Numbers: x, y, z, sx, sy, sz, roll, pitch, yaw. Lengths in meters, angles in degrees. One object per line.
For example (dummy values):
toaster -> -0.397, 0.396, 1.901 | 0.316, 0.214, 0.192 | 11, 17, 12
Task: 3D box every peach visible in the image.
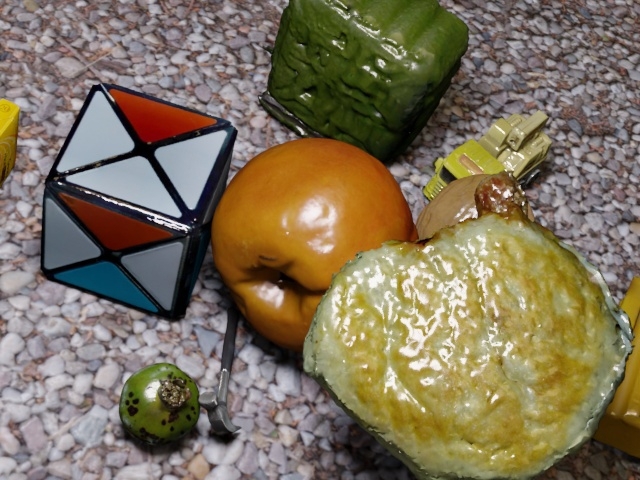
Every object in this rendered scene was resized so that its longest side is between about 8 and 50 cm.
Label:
peach -> 0.000, 0.000, 1.723 | 0.342, 0.343, 0.301 | 35, 47, 11

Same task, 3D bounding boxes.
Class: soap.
soap -> 0.575, 0.221, 1.875 | 0.204, 0.096, 0.324 | 24, 49, 13

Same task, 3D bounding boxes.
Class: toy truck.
toy truck -> 0.328, -0.151, 2.064 | 0.272, 0.157, 0.124 | -32, 67, -36

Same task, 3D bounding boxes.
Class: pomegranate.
pomegranate -> -0.228, 0.234, 1.591 | 0.122, 0.161, 0.122 | 7, 69, -19

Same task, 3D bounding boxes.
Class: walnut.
walnut -> 0.270, -0.006, 1.887 | 0.228, 0.228, 0.228 | 9, 51, -11

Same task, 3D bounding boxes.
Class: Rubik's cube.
Rubik's cube -> -0.287, -0.064, 1.737 | 0.250, 0.246, 0.248 | 18, 51, -1

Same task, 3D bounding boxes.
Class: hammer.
hammer -> -0.144, 0.198, 1.701 | 0.029, 0.103, 0.246 | -13, 36, 12

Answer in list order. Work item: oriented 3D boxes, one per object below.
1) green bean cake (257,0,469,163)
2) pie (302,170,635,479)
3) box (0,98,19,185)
green bean cake -> 0.068, -0.328, 2.015 | 0.335, 0.319, 0.218 | 32, 51, 9
pie -> 0.207, 0.150, 1.520 | 0.418, 0.180, 0.395 | -35, 78, -18
box -> -0.557, -0.086, 1.735 | 0.043, 0.152, 0.269 | 25, 51, -1
